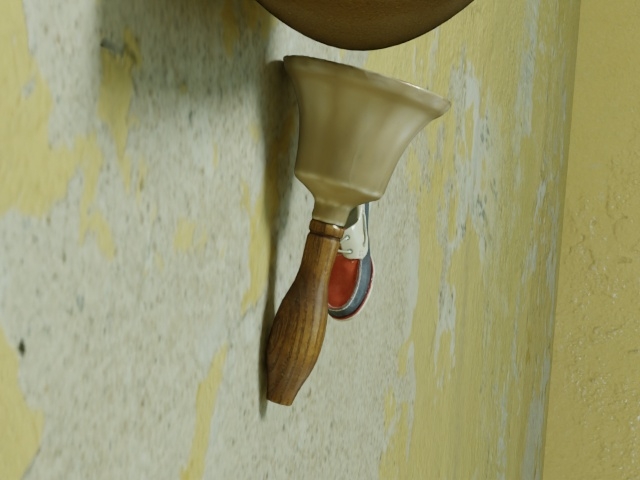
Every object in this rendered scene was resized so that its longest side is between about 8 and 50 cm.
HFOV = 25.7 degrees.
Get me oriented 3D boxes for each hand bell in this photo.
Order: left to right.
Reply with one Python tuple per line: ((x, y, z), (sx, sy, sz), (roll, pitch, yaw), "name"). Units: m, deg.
((0.000, 0.000, 1.010), (0.126, 0.126, 0.242), (14, 92, -74), "hand bell")

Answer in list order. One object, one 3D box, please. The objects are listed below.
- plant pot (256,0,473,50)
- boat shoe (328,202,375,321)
((0.026, -0.215, 0.847), (0.254, 0.237, 0.237), (90, 7, -78), "plant pot")
((0.018, -0.005, 1.114), (0.043, 0.049, 0.137), (51, 42, -63), "boat shoe")
